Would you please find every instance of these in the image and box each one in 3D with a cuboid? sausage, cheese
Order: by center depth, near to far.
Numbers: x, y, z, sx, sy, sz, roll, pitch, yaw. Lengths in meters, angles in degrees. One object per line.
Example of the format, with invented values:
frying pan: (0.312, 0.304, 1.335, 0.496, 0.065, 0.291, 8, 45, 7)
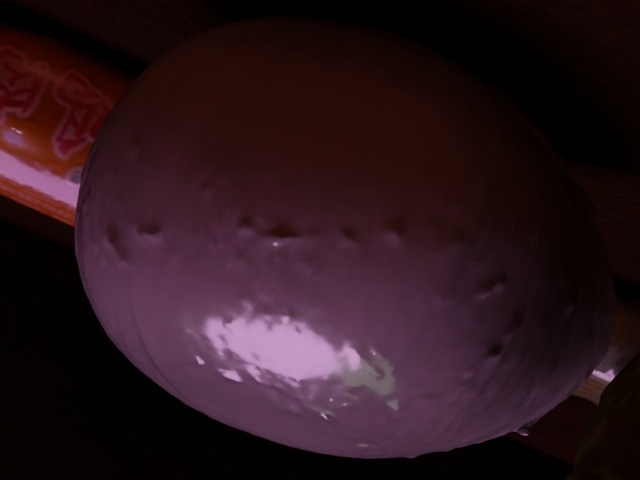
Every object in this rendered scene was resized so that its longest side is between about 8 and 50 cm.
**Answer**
cheese: (0.000, 0.000, 0.512, 0.198, 0.154, 0.189, 18, 166, 27)
sausage: (-0.084, -0.032, 0.747, 0.312, 0.093, 0.093, 26, 172, -24)

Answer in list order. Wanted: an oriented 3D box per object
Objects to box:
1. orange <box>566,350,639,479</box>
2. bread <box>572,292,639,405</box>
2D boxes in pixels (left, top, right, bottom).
orange: (0.200, 0.137, 0.422, 0.301, 0.300, 0.223, -13, 162, -31)
bread: (0.203, 0.075, 0.798, 0.232, 0.064, 0.172, 16, 169, 41)
